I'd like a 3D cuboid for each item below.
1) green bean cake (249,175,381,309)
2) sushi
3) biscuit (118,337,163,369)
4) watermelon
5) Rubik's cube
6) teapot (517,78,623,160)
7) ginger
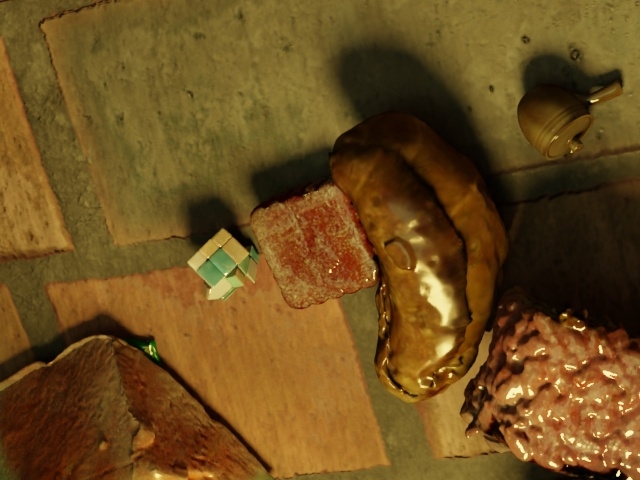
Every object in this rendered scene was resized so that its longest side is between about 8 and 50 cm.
[{"bbox_3d":[0.000,0.000,1.635,0.135,0.056,0.135,-19,103,26],"label":"green bean cake"},{"bbox_3d":[0.291,0.165,1.487,0.270,0.236,0.171,18,91,6],"label":"sushi"},{"bbox_3d":[-0.242,0.143,1.809,0.089,0.016,0.046,4,112,21],"label":"biscuit"},{"bbox_3d":[-0.278,0.288,1.759,0.292,0.222,0.319,-36,97,27],"label":"watermelon"},{"bbox_3d":[-0.110,0.032,1.681,0.073,0.084,0.075,44,100,5],"label":"Rubik's cube"},{"bbox_3d":[0.263,-0.134,1.490,0.110,0.085,0.080,-39,67,1],"label":"teapot"},{"bbox_3d":[0.118,0.016,1.532,0.172,0.165,0.321,-11,101,7],"label":"ginger"}]
